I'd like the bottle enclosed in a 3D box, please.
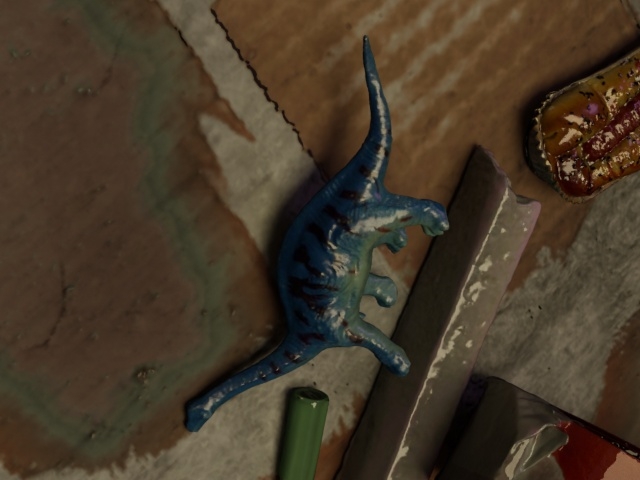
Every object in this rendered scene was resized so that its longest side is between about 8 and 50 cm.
[{"bbox_3d":[-0.014,0.159,1.195,0.030,0.030,0.083,1,107,-31],"label":"bottle"}]

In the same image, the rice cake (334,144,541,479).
[{"bbox_3d":[0.087,0.103,1.216,0.056,0.073,0.365,20,94,-32],"label":"rice cake"}]

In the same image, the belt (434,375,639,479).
[{"bbox_3d":[0.222,0.214,1.238,0.324,0.227,0.115,29,88,-40],"label":"belt"}]

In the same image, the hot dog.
[{"bbox_3d":[0.255,-0.102,1.252,0.191,0.059,0.108,-28,114,-18],"label":"hot dog"}]

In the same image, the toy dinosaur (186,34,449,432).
[{"bbox_3d":[0.021,0.018,1.144,0.144,0.076,0.329,19,107,-27],"label":"toy dinosaur"}]
